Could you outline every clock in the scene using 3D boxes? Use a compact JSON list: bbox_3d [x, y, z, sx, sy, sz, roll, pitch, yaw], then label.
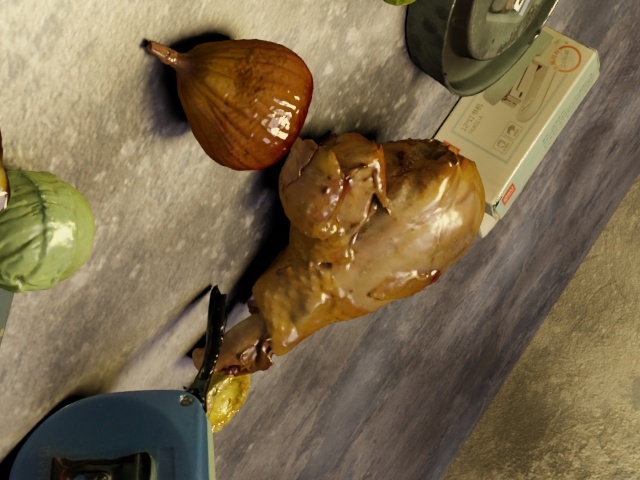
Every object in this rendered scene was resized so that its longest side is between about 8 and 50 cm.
[{"bbox_3d":[0.220,-0.329,1.225,0.319,0.066,0.319,-44,154,-27],"label":"clock"}]

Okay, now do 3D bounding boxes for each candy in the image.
[{"bbox_3d":[-0.298,0.009,0.683,0.335,0.093,0.092,-12,89,-47],"label":"candy"}]

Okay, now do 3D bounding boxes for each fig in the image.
[{"bbox_3d":[-0.086,-0.126,0.893,0.119,0.152,0.119,-165,-90,-76],"label":"fig"}]

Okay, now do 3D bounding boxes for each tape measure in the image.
[{"bbox_3d":[-0.196,0.196,1.030,0.098,0.215,0.352,79,5,-56],"label":"tape measure"}]

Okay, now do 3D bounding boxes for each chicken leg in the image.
[{"bbox_3d":[0.000,0.000,1.163,0.409,0.182,0.295,-38,146,-1],"label":"chicken leg"}]

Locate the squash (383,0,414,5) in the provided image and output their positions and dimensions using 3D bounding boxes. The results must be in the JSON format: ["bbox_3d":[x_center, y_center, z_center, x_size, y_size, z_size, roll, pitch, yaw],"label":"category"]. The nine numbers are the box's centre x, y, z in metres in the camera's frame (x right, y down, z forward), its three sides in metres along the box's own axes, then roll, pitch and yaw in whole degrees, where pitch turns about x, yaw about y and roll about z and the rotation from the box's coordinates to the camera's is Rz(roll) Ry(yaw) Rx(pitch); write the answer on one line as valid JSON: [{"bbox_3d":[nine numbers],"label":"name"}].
[{"bbox_3d":[0.088,-0.328,0.978,0.066,0.066,0.229,-40,150,-33],"label":"squash"}]

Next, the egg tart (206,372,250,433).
[{"bbox_3d":[-0.128,0.195,1.265,0.105,0.039,0.105,-43,153,-28],"label":"egg tart"}]

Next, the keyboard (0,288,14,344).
[{"bbox_3d":[-0.286,0.081,0.846,0.055,0.014,0.176,-20,138,-55],"label":"keyboard"}]

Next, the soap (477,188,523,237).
[{"bbox_3d":[0.263,-0.091,1.617,0.121,0.063,0.183,-52,156,-8],"label":"soap"}]

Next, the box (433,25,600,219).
[{"bbox_3d":[0.268,-0.172,1.431,0.269,0.135,0.079,-55,157,-1],"label":"box"}]

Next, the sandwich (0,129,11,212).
[{"bbox_3d":[-0.317,-0.040,0.505,0.301,0.099,0.271,-44,149,-27],"label":"sandwich"}]
